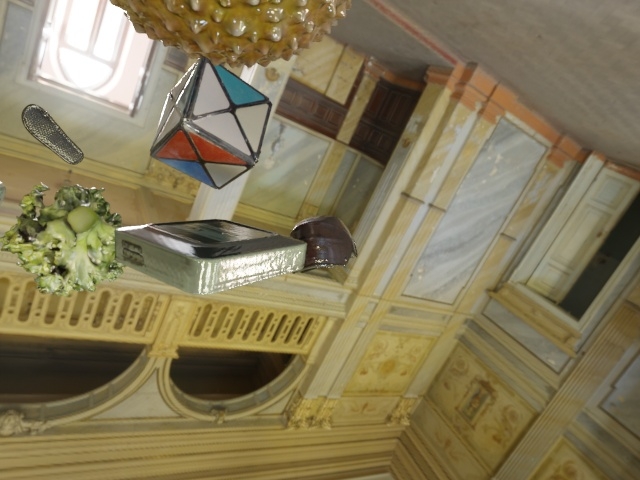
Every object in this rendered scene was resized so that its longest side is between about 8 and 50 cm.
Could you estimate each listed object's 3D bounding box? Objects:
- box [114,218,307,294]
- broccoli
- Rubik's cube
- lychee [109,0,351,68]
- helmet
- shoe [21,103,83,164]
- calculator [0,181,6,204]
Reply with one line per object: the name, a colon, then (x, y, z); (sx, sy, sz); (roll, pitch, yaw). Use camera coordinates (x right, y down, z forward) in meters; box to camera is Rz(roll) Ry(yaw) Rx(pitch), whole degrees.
box: (-0.290, 0.022, 1.123); (0.395, 0.111, 0.396); (15, -165, 34)
broccoli: (-0.741, -0.016, 1.227); (0.323, 0.272, 0.334); (37, -136, 19)
Rubik's cube: (-0.387, -0.410, 1.466); (0.305, 0.311, 0.306); (26, 150, -33)
lychee: (-0.120, -0.401, 0.478); (0.379, 0.381, 0.432); (27, -168, 3)
helmet: (0.000, 0.000, 1.423); (0.224, 0.177, 0.305); (-13, -174, 13)
shoe: (-0.648, -0.251, 0.995); (0.053, 0.062, 0.159); (21, 153, 55)
calculator: (-0.755, -0.016, 0.834); (0.042, 0.184, 0.296); (35, -141, -20)
